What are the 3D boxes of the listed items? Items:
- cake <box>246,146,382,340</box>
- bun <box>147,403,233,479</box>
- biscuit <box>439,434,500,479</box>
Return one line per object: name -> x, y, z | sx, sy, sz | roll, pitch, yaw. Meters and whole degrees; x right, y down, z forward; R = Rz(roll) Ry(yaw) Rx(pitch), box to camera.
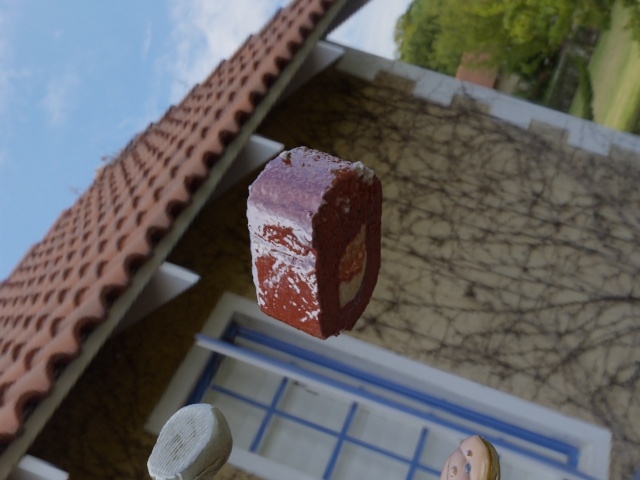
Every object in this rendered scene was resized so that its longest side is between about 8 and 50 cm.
cake -> 0.000, 0.000, 1.236 | 0.177, 0.151, 0.283 | -33, -50, -37
bun -> -0.238, 0.402, 1.614 | 0.173, 0.113, 0.166 | -34, 33, 12
biscuit -> 0.263, 0.443, 1.549 | 0.170, 0.050, 0.170 | -161, 90, -74
